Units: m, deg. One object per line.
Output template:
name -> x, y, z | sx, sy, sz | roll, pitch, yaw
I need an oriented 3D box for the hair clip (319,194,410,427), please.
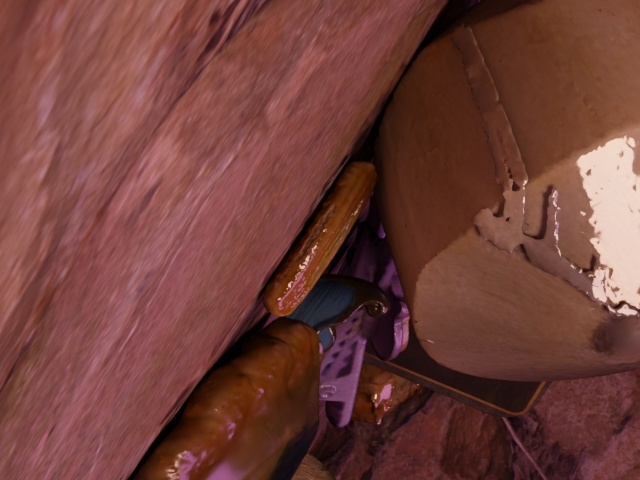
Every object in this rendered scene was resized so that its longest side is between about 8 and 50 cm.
hair clip -> 0.031, 0.073, 1.680 | 0.278, 0.090, 0.137 | -58, -149, 35

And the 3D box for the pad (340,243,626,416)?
pad -> 0.186, 0.051, 1.693 | 0.063, 0.315, 0.375 | -72, -175, -49

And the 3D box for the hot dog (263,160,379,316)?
hot dog -> 0.000, 0.000, 1.324 | 0.137, 0.028, 0.044 | -59, 148, -11

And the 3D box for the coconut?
coconut -> 0.191, -0.029, 1.341 | 0.323, 0.323, 0.323 | -57, 174, -9

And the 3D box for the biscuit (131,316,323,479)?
biscuit -> -0.107, 0.227, 1.384 | 0.329, 0.078, 0.335 | -45, 163, -45

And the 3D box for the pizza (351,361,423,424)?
pizza -> 0.131, 0.024, 1.889 | 0.406, 0.130, 0.440 | -56, -168, 4

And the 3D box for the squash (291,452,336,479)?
squash -> -0.092, 0.300, 1.638 | 0.247, 0.132, 0.132 | -58, 174, 11

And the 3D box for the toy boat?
toy boat -> -0.010, 0.108, 1.542 | 0.185, 0.077, 0.075 | -61, 175, 14
